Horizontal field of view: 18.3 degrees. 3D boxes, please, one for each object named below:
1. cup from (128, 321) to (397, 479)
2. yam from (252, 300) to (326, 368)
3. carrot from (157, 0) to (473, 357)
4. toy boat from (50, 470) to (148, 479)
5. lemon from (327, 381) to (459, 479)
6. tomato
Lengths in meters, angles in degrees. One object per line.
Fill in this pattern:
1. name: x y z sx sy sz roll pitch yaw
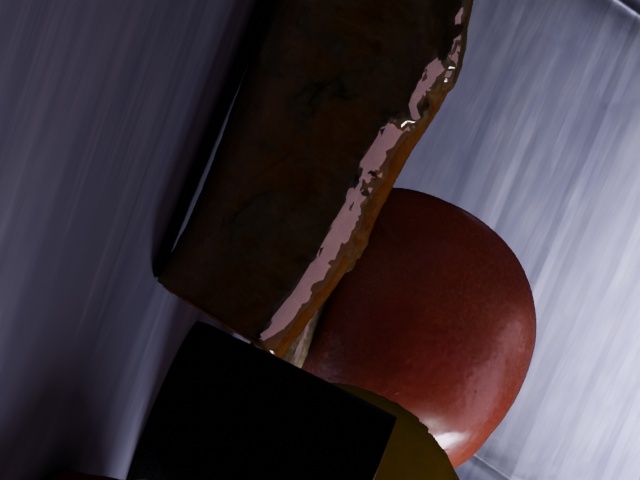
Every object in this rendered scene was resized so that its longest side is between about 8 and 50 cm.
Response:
1. cup: -0.036 0.156 1.609 0.239 0.177 0.166 -63 172 -61
2. yam: 0.000 0.000 2.177 0.066 0.066 0.299 -32 142 -84
3. carrot: 0.002 -0.080 1.275 0.302 0.139 0.139 -62 176 -1
4. toy boat: -0.116 0.215 1.125 0.332 0.133 0.145 -47 157 -81
5. lemon: -0.008 0.269 1.842 0.297 0.297 0.297 21 90 -86
6. tomato: 0.096 0.117 2.322 0.341 0.273 0.341 -161 -90 -81
